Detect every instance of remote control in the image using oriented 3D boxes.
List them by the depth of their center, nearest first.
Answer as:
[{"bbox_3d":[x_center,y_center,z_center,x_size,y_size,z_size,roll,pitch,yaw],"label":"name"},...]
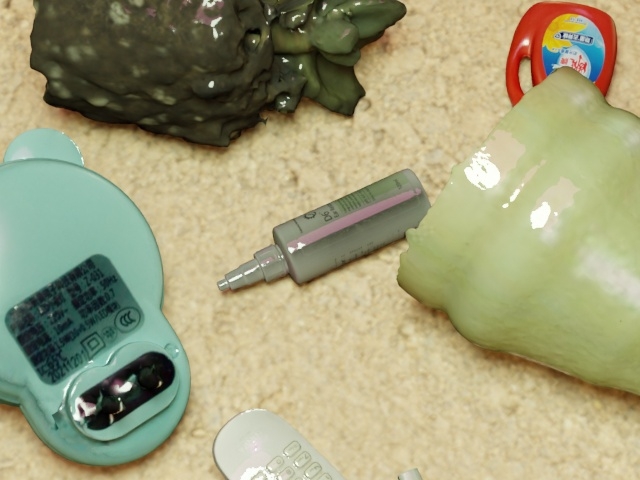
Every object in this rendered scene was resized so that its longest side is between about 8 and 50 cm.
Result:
[{"bbox_3d":[0.001,0.234,1.474,0.229,0.044,0.073,45,69,9],"label":"remote control"}]

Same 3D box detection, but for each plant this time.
[{"bbox_3d":[-0.085,-0.196,1.567,0.312,0.215,0.213,12,64,3],"label":"plant"}]

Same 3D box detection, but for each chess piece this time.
[{"bbox_3d":[0.297,0.079,1.450,0.442,0.234,0.234,39,73,11],"label":"chess piece"}]

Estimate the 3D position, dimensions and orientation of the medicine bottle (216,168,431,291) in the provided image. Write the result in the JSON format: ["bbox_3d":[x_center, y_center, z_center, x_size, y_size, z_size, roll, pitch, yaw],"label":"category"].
[{"bbox_3d":[0.000,0.000,1.565,0.199,0.057,0.057,-24,68,-8],"label":"medicine bottle"}]

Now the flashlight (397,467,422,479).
[{"bbox_3d":[0.088,0.231,1.484,0.018,0.018,0.083,-20,68,-7],"label":"flashlight"}]

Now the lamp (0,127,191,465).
[{"bbox_3d":[-0.221,0.058,1.493,0.209,0.147,0.284,-34,75,-19],"label":"lamp"}]

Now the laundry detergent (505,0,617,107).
[{"bbox_3d":[0.213,-0.137,1.624,0.097,0.049,0.165,11,68,13],"label":"laundry detergent"}]
